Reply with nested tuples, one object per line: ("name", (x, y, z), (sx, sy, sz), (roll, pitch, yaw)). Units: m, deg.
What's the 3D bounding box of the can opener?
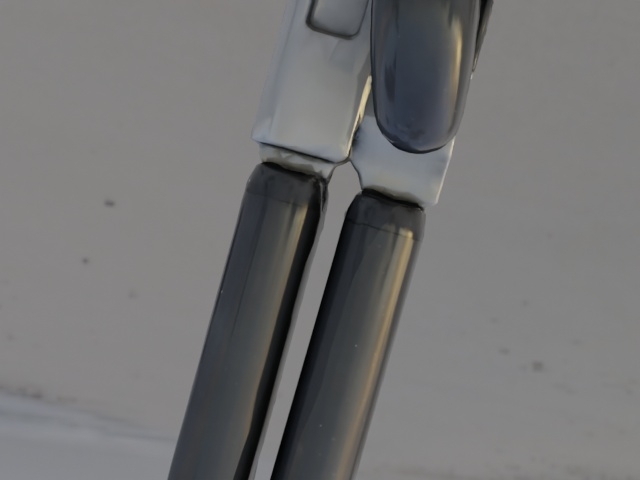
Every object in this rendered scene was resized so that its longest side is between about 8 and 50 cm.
("can opener", (0.000, 0.000, 0.578), (0.076, 0.283, 0.095), (15, 180, 5))
